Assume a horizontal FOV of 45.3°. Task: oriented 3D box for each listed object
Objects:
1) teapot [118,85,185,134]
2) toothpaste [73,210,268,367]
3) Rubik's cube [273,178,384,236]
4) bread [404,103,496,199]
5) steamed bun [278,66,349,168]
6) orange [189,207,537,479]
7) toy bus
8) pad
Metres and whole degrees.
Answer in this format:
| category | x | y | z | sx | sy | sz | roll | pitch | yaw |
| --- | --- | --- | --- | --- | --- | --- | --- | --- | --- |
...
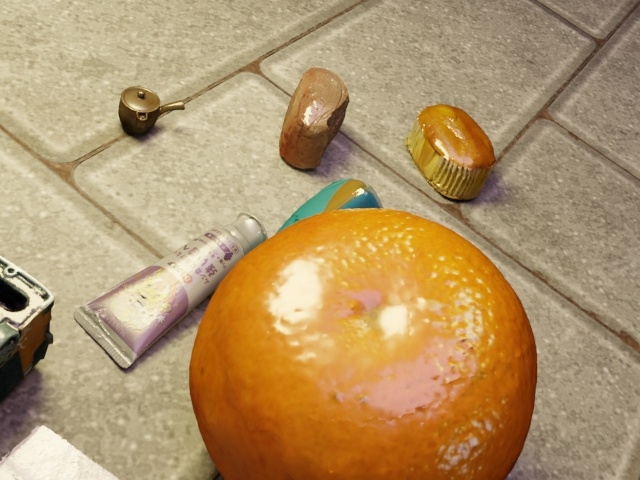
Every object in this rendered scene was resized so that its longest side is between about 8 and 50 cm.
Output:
| category | x | y | z | sx | sy | sz | roll | pitch | yaw |
| --- | --- | --- | --- | --- | --- | --- | --- | --- | --- |
| teapot | -0.285 | -0.215 | 1.299 | 0.110 | 0.080 | 0.085 | -1 | 51 | -24 |
| toothpaste | -0.202 | 0.058 | 1.112 | 0.114 | 0.073 | 0.299 | 42 | 55 | 15 |
| Rubik's cube | 0.000 | 0.000 | 1.144 | 0.254 | 0.254 | 0.254 | 13 | 47 | -14 |
| bread | 0.255 | -0.180 | 1.497 | 0.132 | 0.114 | 0.190 | -12 | 51 | -29 |
| steamed bun | -0.008 | -0.223 | 1.389 | 0.106 | 0.145 | 0.175 | 21 | 50 | -8 |
| orange | 0.053 | 0.167 | 0.942 | 0.424 | 0.326 | 0.424 | 0 | 52 | 0 |
| toy bus | -0.433 | 0.151 | 0.852 | 0.138 | 0.167 | 0.275 | 31 | 50 | 4 |
| pad | -0.285 | 0.327 | 0.873 | 0.232 | 0.004 | 0.156 | 34 | 46 | 7 |
